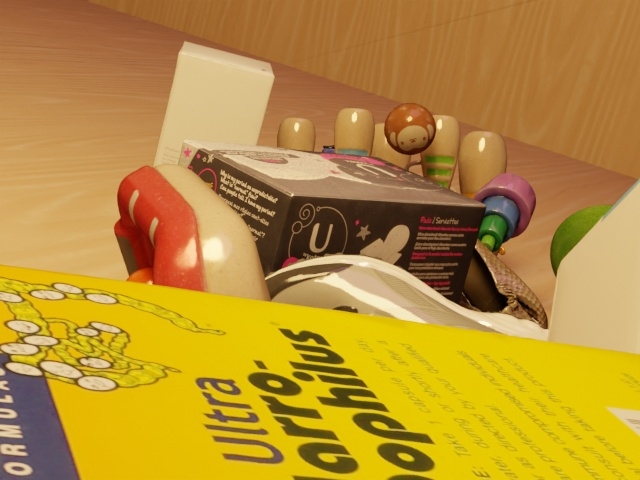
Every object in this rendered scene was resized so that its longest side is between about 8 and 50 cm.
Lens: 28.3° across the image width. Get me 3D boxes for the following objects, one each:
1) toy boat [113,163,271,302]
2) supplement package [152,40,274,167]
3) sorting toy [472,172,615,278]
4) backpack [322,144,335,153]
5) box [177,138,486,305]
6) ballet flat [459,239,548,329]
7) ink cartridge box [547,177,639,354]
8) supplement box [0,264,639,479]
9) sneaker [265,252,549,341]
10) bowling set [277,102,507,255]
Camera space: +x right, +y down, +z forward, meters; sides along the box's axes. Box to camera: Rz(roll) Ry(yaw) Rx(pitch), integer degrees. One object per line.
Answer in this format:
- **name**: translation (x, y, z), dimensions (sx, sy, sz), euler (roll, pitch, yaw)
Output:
- **toy boat**: translation (-0.121, 0.045, 0.899), dimensions (0.151, 0.151, 0.231), euler (-21, 24, -14)
- **supplement package**: translation (-0.123, -0.116, 1.393), dimensions (0.105, 0.179, 0.105), euler (14, 13, -7)
- **sorting toy**: translation (0.310, 0.058, 1.297), dimensions (0.365, 0.127, 0.126), euler (29, 38, 3)
- **backpack**: translation (0.045, -0.069, 1.562), dimensions (0.098, 0.101, 0.120), euler (20, 10, 11)
- **box**: translation (0.000, 0.000, 1.141), dimensions (0.247, 0.142, 0.163), euler (3, 18, -43)
- **ballet flat**: translation (0.121, 0.018, 1.245), dimensions (0.250, 0.084, 0.058), euler (44, 9, 25)
- **ink cartridge box**: translation (0.293, 0.101, 0.789), dimensions (0.270, 0.197, 0.198), euler (14, -22, -3)
- **supplement box**: translation (0.010, 0.145, 0.442), dimensions (0.356, 0.194, 0.195), euler (10, 15, -23)
- **sneaker**: translation (0.071, 0.085, 0.975), dimensions (0.271, 0.100, 0.108), euler (16, 18, 3)
- **bowling set**: translation (0.071, -0.061, 1.375), dimensions (0.287, 0.154, 0.200), euler (4, -4, 5)
